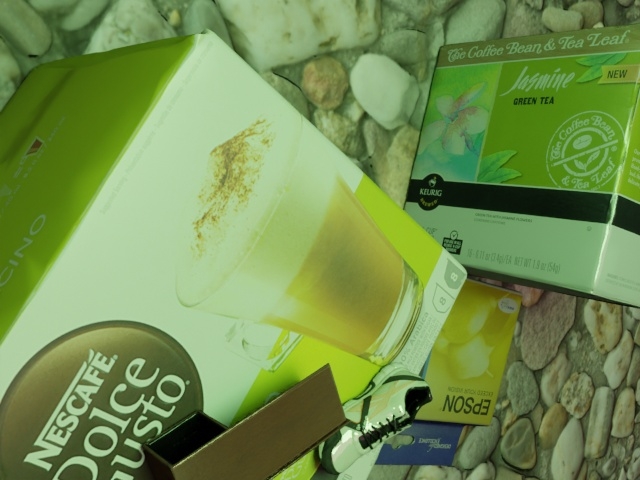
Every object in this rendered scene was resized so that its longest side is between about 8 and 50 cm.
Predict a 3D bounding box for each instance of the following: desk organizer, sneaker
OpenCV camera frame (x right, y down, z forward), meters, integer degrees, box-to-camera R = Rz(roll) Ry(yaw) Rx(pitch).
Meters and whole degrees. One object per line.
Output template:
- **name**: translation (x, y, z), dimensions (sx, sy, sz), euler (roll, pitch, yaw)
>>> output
- **desk organizer**: translation (-0.047, 0.129, 0.488), dimensions (0.130, 0.047, 0.050), euler (-28, 113, -31)
- **sneaker**: translation (0.043, 0.139, 0.564), dimensions (0.109, 0.044, 0.040), euler (-43, 125, -24)

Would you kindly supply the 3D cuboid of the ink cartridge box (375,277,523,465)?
- **ink cartridge box**: translation (0.161, 0.197, 1.095), dimensions (0.304, 0.072, 0.307), euler (15, 86, -40)

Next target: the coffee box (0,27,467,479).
- **coffee box**: translation (-0.151, 0.065, 0.642), dimensions (0.334, 0.338, 0.337), euler (39, 73, -36)

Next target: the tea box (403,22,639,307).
- **tea box**: translation (0.317, -0.094, 1.001), dimensions (0.220, 0.329, 0.323), euler (15, 87, -39)
